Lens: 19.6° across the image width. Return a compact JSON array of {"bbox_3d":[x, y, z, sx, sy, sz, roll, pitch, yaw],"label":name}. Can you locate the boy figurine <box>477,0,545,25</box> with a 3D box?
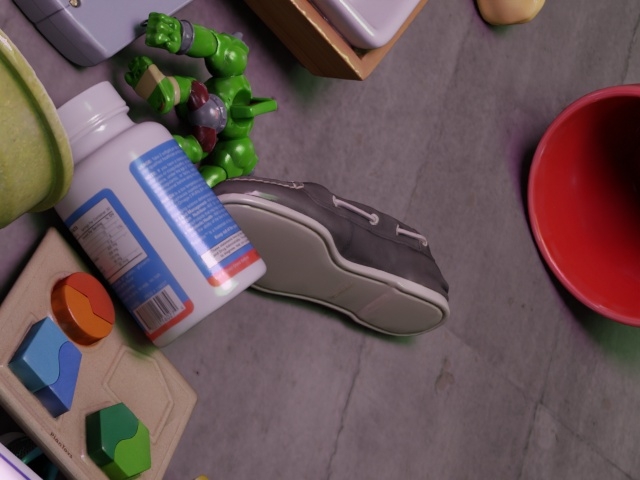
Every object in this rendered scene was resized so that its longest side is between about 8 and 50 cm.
[{"bbox_3d":[0.226,-0.380,2.145,0.177,0.092,0.285,8,73,-42],"label":"boy figurine"}]

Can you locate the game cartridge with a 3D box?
[{"bbox_3d":[-0.240,-0.318,1.709,0.198,0.062,0.297,-40,106,-38],"label":"game cartridge"}]

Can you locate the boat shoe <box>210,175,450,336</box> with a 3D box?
[{"bbox_3d":[0.000,0.000,1.814,0.335,0.112,0.095,28,42,-41],"label":"boat shoe"}]

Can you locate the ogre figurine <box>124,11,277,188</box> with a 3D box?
[{"bbox_3d":[-0.110,-0.116,1.740,0.118,0.097,0.197,-16,88,-43],"label":"ogre figurine"}]

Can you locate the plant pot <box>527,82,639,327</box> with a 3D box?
[{"bbox_3d":[0.408,-0.065,2.121,0.243,0.275,0.275,-26,96,-53],"label":"plant pot"}]

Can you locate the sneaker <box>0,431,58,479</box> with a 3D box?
[{"bbox_3d":[-0.256,0.227,1.511,0.065,0.076,0.166,34,57,-31],"label":"sneaker"}]

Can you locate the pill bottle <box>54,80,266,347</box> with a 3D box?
[{"bbox_3d":[-0.158,-0.027,1.637,0.124,0.124,0.221,-35,90,-44],"label":"pill bottle"}]

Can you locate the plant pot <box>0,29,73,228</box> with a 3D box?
[{"bbox_3d":[-0.370,-0.047,1.381,0.276,0.276,0.254,52,59,-19],"label":"plant pot"}]

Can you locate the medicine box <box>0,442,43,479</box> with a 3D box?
[{"bbox_3d":[-0.306,0.291,1.344,0.263,0.149,0.289,43,57,-10],"label":"medicine box"}]

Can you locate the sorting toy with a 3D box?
[{"bbox_3d":[-0.162,0.151,1.592,0.307,0.041,0.229,51,27,-20],"label":"sorting toy"}]

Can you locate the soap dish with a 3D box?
[{"bbox_3d":[-0.014,-0.322,1.857,0.291,0.118,0.229,47,52,-14],"label":"soap dish"}]
